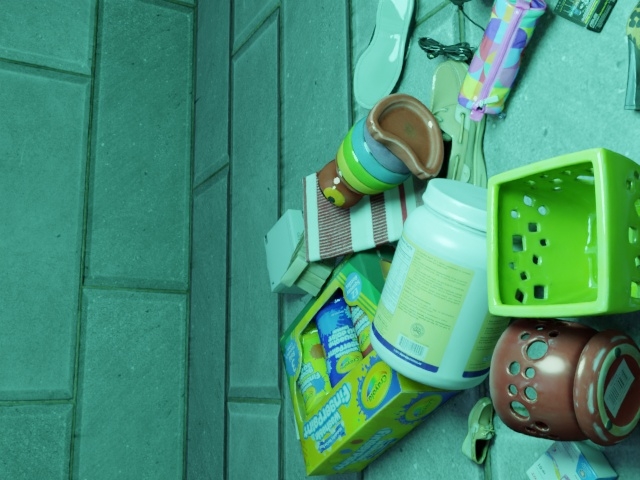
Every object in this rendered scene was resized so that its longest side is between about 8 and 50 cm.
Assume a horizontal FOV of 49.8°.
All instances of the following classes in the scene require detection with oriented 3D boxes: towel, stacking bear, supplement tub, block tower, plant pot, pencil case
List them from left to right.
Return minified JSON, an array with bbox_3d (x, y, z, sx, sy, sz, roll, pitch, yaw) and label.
[{"bbox_3d":[0.000,0.000,1.708,0.091,0.097,0.335,-56,6,35],"label":"block tower"},{"bbox_3d":[0.099,-0.160,1.416,0.289,0.175,0.164,-35,21,48],"label":"stacking bear"},{"bbox_3d":[0.114,-0.087,1.534,0.329,0.037,0.237,-15,57,21],"label":"towel"},{"bbox_3d":[0.244,0.076,1.267,0.241,0.241,0.331,44,123,55],"label":"supplement tub"},{"bbox_3d":[0.336,-0.346,1.295,0.104,0.104,0.236,-119,34,-46],"label":"pencil case"},{"bbox_3d":[0.384,0.217,1.053,0.174,0.191,0.191,1,86,53],"label":"plant pot"},{"bbox_3d":[0.400,0.004,1.034,0.228,0.207,0.227,-11,76,60],"label":"plant pot"}]

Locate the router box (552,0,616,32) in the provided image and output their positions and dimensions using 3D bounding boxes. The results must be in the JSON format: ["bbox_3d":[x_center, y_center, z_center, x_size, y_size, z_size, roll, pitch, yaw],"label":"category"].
[{"bbox_3d":[0.463,-0.428,1.172,0.092,0.038,0.122,57,134,49],"label":"router box"}]

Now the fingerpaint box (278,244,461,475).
[{"bbox_3d":[0.084,0.282,1.598,0.445,0.163,0.371,-54,41,43],"label":"fingerpaint box"}]

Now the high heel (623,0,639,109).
[{"bbox_3d":[0.528,-0.281,0.965,0.261,0.093,0.186,-158,69,-69],"label":"high heel"}]

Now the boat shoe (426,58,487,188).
[{"bbox_3d":[0.264,-0.224,1.419,0.121,0.110,0.341,-29,60,56],"label":"boat shoe"}]

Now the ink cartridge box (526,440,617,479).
[{"bbox_3d":[0.404,0.379,1.119,0.122,0.052,0.088,-65,35,33],"label":"ink cartridge box"}]

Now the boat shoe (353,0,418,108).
[{"bbox_3d":[0.167,-0.466,1.667,0.114,0.091,0.303,27,115,12],"label":"boat shoe"}]

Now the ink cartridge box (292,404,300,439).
[{"bbox_3d":[-0.001,0.449,1.872,0.179,0.045,0.145,-29,57,35],"label":"ink cartridge box"}]

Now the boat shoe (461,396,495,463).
[{"bbox_3d":[0.307,0.361,1.307,0.045,0.050,0.135,39,129,53],"label":"boat shoe"}]

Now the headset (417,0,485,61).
[{"bbox_3d":[0.271,-0.543,1.337,0.185,0.243,0.394,22,132,35],"label":"headset"}]

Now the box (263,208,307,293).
[{"bbox_3d":[-0.065,0.035,1.960,0.182,0.119,0.181,-45,48,49],"label":"box"}]
